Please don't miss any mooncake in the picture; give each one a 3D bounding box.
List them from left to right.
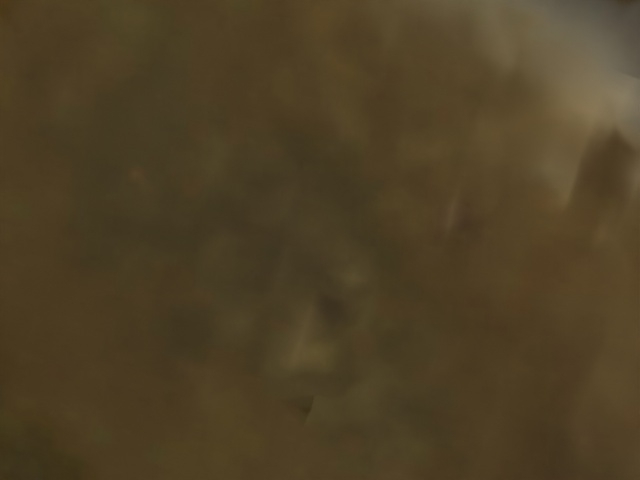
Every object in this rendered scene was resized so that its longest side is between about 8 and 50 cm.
[{"bbox_3d":[0.000,0.000,0.438,0.124,0.228,0.228,-66,139,-66],"label":"mooncake"}]
